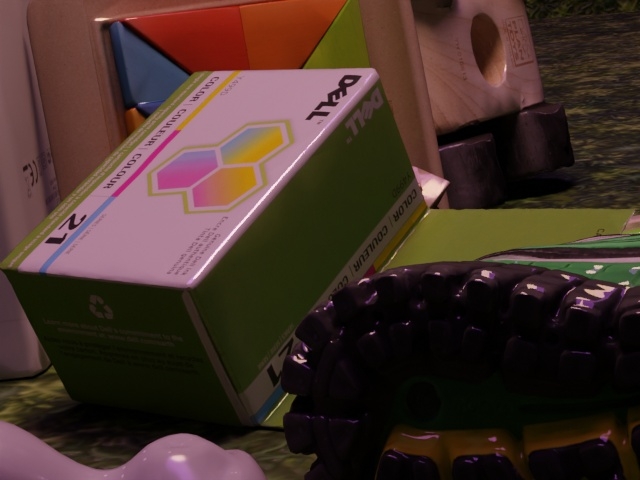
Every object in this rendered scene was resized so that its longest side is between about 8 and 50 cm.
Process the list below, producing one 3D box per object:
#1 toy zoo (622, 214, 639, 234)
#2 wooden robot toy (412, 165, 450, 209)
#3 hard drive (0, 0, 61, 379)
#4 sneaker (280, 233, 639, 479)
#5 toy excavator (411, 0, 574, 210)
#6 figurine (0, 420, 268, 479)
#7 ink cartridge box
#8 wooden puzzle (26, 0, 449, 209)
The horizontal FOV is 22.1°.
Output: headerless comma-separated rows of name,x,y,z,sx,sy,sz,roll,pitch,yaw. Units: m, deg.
toy zoo,0.282,0.014,0.922,0.192,0.030,0.293,-11,13,-21
wooden robot toy,0.007,0.026,0.968,0.173,0.079,0.076,-30,48,-3
hard drive,-0.197,-0.116,1.010,0.047,0.353,0.233,-7,11,4
sneaker,0.165,0.038,0.615,0.344,0.134,0.146,0,10,26
toy excavator,-0.006,-0.131,1.423,0.445,0.222,0.433,-10,7,31
figurine,-0.108,0.115,0.547,0.210,0.092,0.215,3,12,5
ink cartridge box,0.000,0.000,0.827,0.255,0.097,0.189,3,39,37
wooden puzzle,-0.043,-0.063,1.003,0.239,0.220,0.044,-11,1,-17
